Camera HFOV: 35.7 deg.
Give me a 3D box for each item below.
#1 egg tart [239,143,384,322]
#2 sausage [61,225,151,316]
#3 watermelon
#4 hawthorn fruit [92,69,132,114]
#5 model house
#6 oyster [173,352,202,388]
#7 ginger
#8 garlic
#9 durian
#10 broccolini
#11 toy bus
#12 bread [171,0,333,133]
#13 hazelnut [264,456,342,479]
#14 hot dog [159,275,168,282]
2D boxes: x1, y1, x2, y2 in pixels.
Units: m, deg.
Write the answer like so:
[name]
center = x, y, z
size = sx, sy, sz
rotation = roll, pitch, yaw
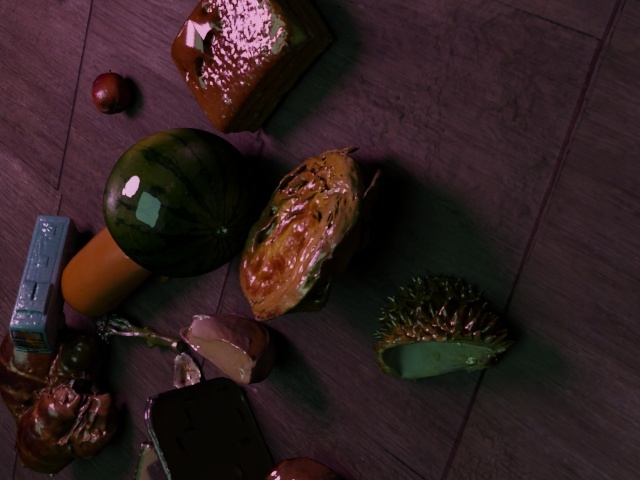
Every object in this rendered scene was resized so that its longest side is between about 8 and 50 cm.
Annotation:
[egg tart]
center = 0.000, 0.000, 1.402
size = 0.297, 0.132, 0.297
rotation = -49, 23, 29
[sausage]
center = -0.343, 0.019, 1.771
size = 0.354, 0.116, 0.134
rotation = -37, 41, 39
[watermelon]
center = -0.214, -0.058, 1.543
size = 0.242, 0.242, 0.242
rotation = 10, 104, 42
[hawthorn fruit]
center = -0.376, -0.265, 1.779
size = 0.077, 0.077, 0.077
rotation = 10, 104, 42
[model house]
center = -0.258, 0.385, 1.666
size = 0.278, 0.218, 0.205
rotation = -36, 71, 35
[oyster]
center = -0.234, 0.245, 1.766
size = 0.051, 0.034, 0.093
rotation = -24, 69, 28
[ginger]
center = -0.532, 0.291, 1.975
size = 0.274, 0.152, 0.357
rotation = -18, 87, 44
[garlic]
center = -0.136, 0.168, 1.609
size = 0.195, 0.101, 0.087
rotation = 29, 112, 41
[durian]
center = 0.151, 0.124, 1.349
size = 0.252, 0.144, 0.139
rotation = -20, 121, 37
[broccolini]
center = -0.335, 0.170, 1.830
size = 0.216, 0.067, 0.058
rotation = 9, 143, 42
[toy bus]
center = -0.524, 0.081, 1.887
size = 0.109, 0.091, 0.262
rotation = 93, -179, -61
[bread]
center = -0.114, -0.296, 1.495
size = 0.234, 0.110, 0.184
rotation = -45, 68, 38
[hazelnut]
center = -0.022, 0.411, 1.536
size = 0.154, 0.143, 0.143
rotation = 46, 126, 37
[hot dog]
center = -0.266, 0.043, 1.766
size = 0.083, 0.021, 0.037
rotation = -44, 47, 42
